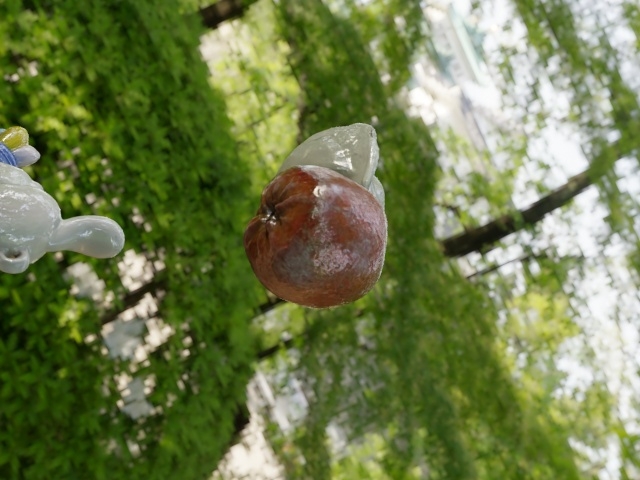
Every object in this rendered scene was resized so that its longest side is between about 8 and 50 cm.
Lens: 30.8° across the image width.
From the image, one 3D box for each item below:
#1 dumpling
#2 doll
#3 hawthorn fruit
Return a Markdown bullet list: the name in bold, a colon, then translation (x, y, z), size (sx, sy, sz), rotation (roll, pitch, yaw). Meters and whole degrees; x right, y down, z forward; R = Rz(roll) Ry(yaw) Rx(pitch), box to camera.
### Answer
- **dumpling**: translation (0.021, -0.034, 1.765), size (0.243, 0.175, 0.227), rotation (85, -15, -44)
- **doll**: translation (-0.565, -0.058, 1.926), size (0.376, 0.187, 0.365), rotation (11, 30, -48)
- **hawthorn fruit**: translation (0.000, 0.000, 1.361), size (0.173, 0.172, 0.173), rotation (-25, 90, -89)
